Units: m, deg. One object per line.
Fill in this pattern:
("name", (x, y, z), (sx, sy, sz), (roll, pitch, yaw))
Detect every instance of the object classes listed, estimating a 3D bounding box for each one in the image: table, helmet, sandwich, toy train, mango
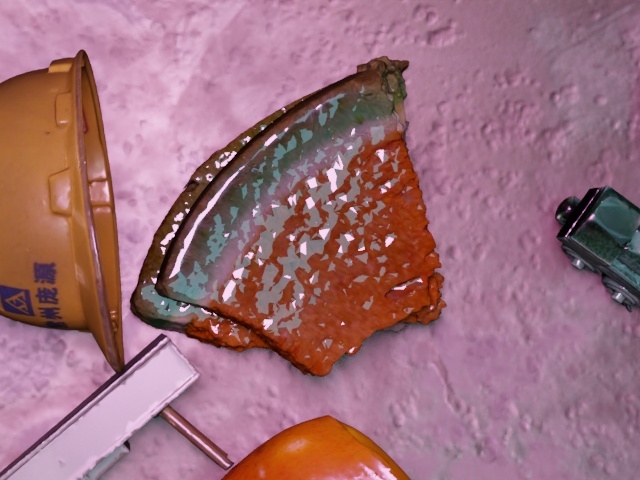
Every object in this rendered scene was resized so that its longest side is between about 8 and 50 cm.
("table", (-0.176, 0.190, 1.330), (0.240, 0.121, 0.111), (-41, 93, -6))
("helmet", (-0.223, -0.020, 1.283), (0.140, 0.205, 0.257), (-6, 49, -1))
("sandwich", (-0.014, -0.003, 1.363), (0.292, 0.109, 0.212), (-25, 90, -8))
("toy train", (0.265, 0.022, 1.396), (0.170, 0.111, 0.071), (36, 88, -4))
("mango", (-0.033, 0.263, 1.333), (0.257, 0.138, 0.187), (-43, 133, -1))
